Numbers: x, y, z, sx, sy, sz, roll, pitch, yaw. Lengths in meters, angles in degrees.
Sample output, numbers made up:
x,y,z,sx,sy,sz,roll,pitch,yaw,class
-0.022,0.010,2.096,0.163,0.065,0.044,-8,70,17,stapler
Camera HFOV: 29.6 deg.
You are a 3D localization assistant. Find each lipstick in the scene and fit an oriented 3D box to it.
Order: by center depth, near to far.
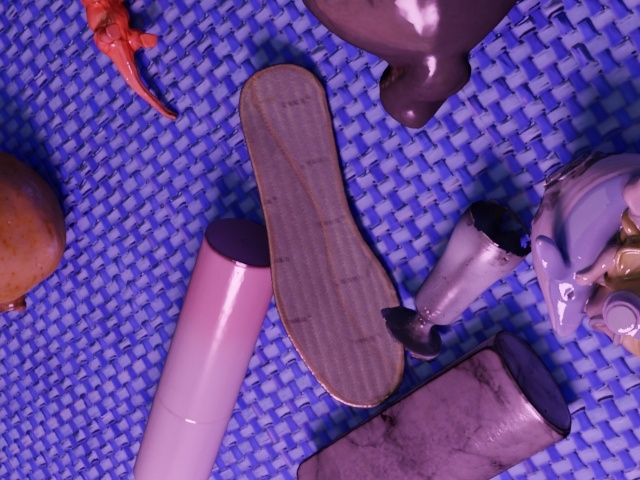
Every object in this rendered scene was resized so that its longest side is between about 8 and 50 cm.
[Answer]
x,y,z,sx,sy,sz,roll,pitch,yaw,class
-0.122,0.134,1.284,0.087,0.087,0.327,32,122,20,lipstick

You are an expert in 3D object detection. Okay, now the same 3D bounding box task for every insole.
x,y,z,sx,sy,sz,roll,pitch,yaw,class
0.000,0.000,1.168,0.119,0.009,0.349,-15,98,3,insole

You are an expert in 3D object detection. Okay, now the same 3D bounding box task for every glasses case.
x,y,z,sx,sy,sz,roll,pitch,yaw,class
0.103,0.202,1.179,0.299,0.060,0.114,-40,84,37,glasses case

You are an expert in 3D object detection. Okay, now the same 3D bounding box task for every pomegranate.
x,y,z,sx,sy,sz,roll,pitch,yaw,class
-0.374,-0.002,1.343,0.196,0.196,0.196,12,114,29,pomegranate

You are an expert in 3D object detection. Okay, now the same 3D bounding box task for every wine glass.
x,y,z,sx,sy,sz,roll,pitch,yaw,class
0.121,0.037,1.101,0.072,0.072,0.155,44,125,12,wine glass

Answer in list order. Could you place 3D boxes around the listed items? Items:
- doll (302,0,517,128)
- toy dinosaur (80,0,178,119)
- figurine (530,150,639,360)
x,y,z,sx,sy,sz,roll,pitch,yaw,class
0.133,-0.260,0.852,0.378,0.252,0.382,5,139,15,doll
-0.219,-0.246,1.225,0.101,0.055,0.280,-2,110,57,toy dinosaur
0.255,0.005,0.969,0.184,0.128,0.208,45,121,8,figurine
